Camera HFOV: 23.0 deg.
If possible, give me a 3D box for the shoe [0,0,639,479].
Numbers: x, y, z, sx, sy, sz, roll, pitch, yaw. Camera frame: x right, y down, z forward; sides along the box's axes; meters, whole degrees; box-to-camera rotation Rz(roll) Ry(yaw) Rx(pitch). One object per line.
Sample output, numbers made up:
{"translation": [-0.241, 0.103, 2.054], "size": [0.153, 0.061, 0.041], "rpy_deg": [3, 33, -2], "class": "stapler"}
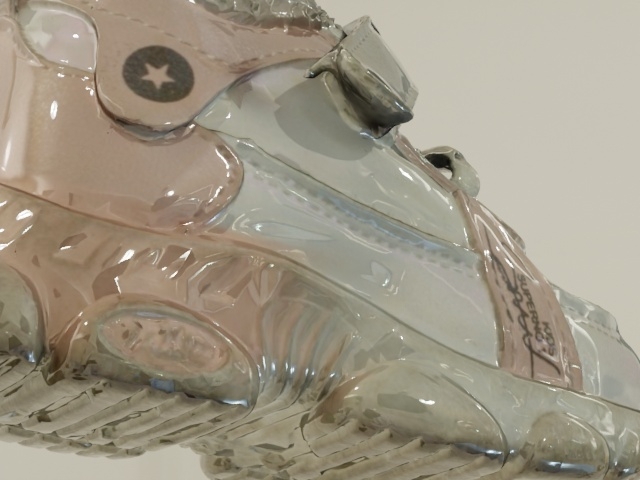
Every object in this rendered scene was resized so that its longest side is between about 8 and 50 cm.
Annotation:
{"translation": [0.002, 0.000, 0.644], "size": [0.351, 0.198, 0.172], "rpy_deg": [18, -21, -35], "class": "shoe"}
